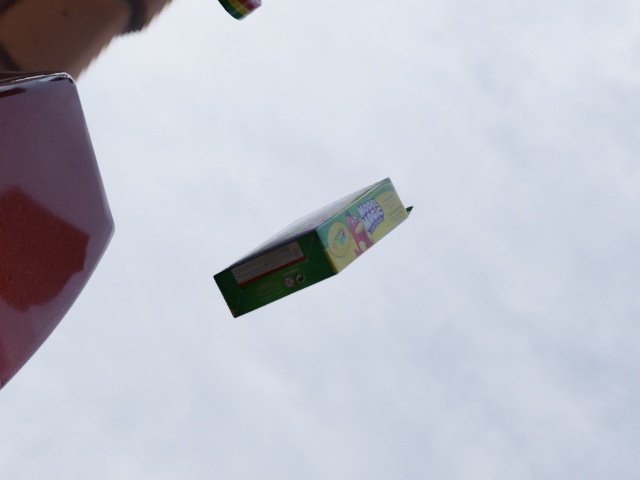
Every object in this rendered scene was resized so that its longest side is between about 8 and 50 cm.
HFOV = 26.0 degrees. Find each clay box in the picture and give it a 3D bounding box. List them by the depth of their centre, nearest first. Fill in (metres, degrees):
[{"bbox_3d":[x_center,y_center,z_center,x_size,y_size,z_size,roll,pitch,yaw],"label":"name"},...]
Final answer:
[{"bbox_3d":[0.000,0.000,1.384,0.127,0.222,0.053,-24,-83,29],"label":"clay box"}]

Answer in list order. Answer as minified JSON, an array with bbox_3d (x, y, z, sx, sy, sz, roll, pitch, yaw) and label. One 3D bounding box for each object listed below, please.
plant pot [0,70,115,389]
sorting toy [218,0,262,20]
[{"bbox_3d":[-0.355,-0.039,1.329,0.267,0.236,0.267,4,-62,34],"label":"plant pot"},{"bbox_3d":[-0.103,-0.330,1.326,0.046,0.132,0.274,-34,-104,21],"label":"sorting toy"}]
